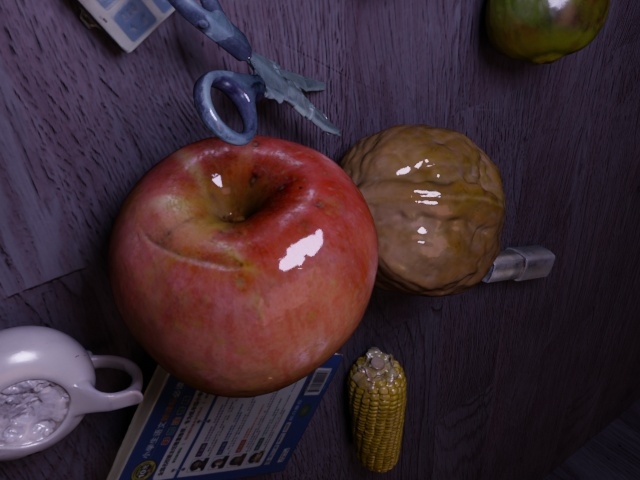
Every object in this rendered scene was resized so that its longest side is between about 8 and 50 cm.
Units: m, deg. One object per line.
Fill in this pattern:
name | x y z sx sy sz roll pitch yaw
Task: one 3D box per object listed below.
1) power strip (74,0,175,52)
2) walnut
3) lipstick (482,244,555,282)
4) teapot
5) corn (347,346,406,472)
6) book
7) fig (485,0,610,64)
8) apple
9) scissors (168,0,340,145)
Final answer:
power strip | -0.154 -0.389 0.717 0.367 0.043 0.106 -46 136 -5
walnut | 0.166 -0.051 1.023 0.344 0.306 0.306 1 116 -41
lipstick | 0.501 0.062 1.513 0.253 0.079 0.077 -4 119 -38
teapot | -0.409 0.219 0.833 0.300 0.166 0.208 -9 111 -23
corn | 0.137 0.425 1.412 0.144 0.144 0.387 -23 128 -26
book | -0.155 0.323 1.087 0.428 0.039 0.300 19 101 -49
fig | 0.403 -0.429 1.028 0.207 0.207 0.230 -6 122 -36
apple | -0.103 0.043 0.817 0.364 0.364 0.364 -20 128 -28
scissors | -0.068 -0.221 0.786 0.029 0.256 0.383 -26 168 25
